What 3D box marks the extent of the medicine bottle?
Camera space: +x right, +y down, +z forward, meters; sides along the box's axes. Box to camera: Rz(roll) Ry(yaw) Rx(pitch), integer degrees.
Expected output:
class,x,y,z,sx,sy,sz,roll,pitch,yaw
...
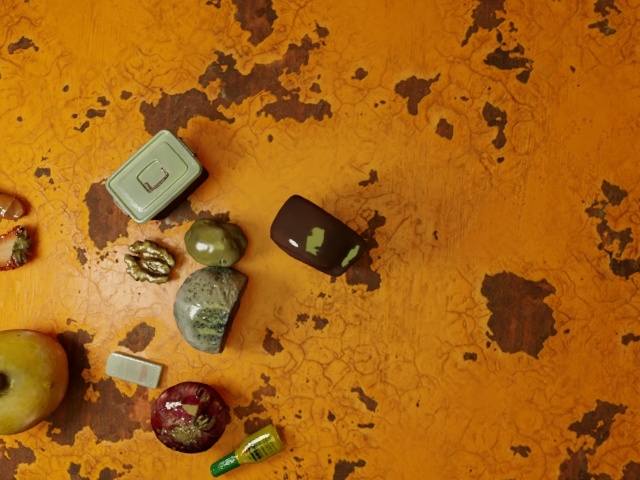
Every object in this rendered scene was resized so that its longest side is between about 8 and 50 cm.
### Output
class,x,y,z,sx,sy,sz,roll,pitch,yaw
medicine bottle,-0.246,0.708,1.593,0.261,0.064,0.094,-29,88,4

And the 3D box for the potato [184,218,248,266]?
class,x,y,z,sx,sy,sz,roll,pitch,yaw
potato,-0.342,0.010,1.558,0.201,0.154,0.136,11,111,2

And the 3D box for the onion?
class,x,y,z,sx,sy,sz,roll,pitch,yaw
onion,-0.416,0.565,1.542,0.247,0.190,0.246,4,113,9

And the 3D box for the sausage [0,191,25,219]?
class,x,y,z,sx,sy,sz,roll,pitch,yaw
sausage,-1.090,-0.122,1.636,0.179,0.089,0.089,24,91,0

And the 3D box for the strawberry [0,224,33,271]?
class,x,y,z,sx,sy,sz,roll,pitch,yaw
strawberry,-1.064,0.035,1.640,0.208,0.087,0.167,-4,68,28

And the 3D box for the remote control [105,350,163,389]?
class,x,y,z,sx,sy,sz,roll,pitch,yaw
remote control,-0.635,0.440,1.631,0.190,0.029,0.087,14,90,3

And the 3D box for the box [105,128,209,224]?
class,x,y,z,sx,sy,sz,roll,pitch,yaw
box,-0.514,-0.198,1.558,0.294,0.167,0.193,-41,86,2

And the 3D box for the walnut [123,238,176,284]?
class,x,y,z,sx,sy,sz,roll,pitch,yaw
walnut,-0.571,0.075,1.609,0.170,0.069,0.142,25,90,1

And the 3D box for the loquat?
class,x,y,z,sx,sy,sz,roll,pitch,yaw
loquat,-0.967,0.436,1.498,0.329,0.359,0.328,4,74,-14

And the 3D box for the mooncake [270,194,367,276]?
class,x,y,z,sx,sy,sz,roll,pitch,yaw
mooncake,0.000,0.000,1.462,0.334,0.326,0.174,34,90,-30

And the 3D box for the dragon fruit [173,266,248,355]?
class,x,y,z,sx,sy,sz,roll,pitch,yaw
dragon fruit,-0.371,0.215,1.527,0.204,0.221,0.282,19,93,-3
